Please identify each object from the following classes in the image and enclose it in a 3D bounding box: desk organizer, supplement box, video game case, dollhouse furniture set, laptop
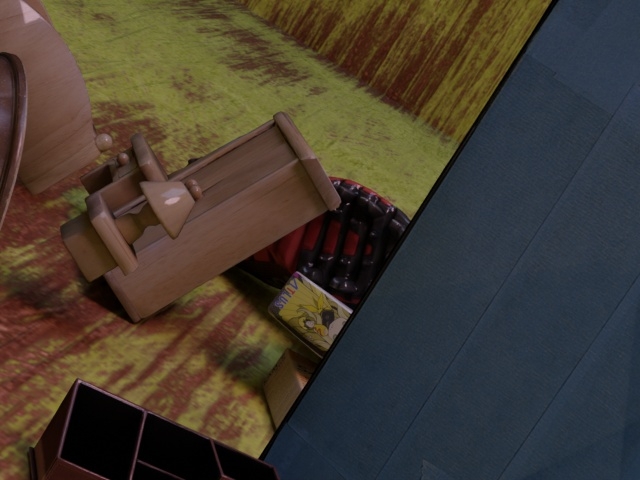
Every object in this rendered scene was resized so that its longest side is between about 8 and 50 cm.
[{"bbox_3d":[-0.085,0.127,0.846,0.130,0.050,0.047,27,13,-22],"label":"desk organizer"},{"bbox_3d":[-0.001,0.121,1.117,0.062,0.036,0.098,29,12,-19],"label":"supplement box"},{"bbox_3d":[0.073,0.114,1.189,0.210,0.042,0.232,37,-2,16],"label":"video game case"},{"bbox_3d":[-0.152,-0.147,1.111,0.355,0.174,0.303,60,-1,-23],"label":"dollhouse furniture set"},{"bbox_3d":[0.152,0.113,0.707,0.236,0.382,0.408,29,12,-11],"label":"laptop"}]

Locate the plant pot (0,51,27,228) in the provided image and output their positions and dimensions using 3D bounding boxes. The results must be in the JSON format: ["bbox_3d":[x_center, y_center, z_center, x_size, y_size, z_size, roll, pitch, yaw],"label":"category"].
[{"bbox_3d":[-0.268,-0.049,0.861,0.165,0.167,0.167,18,17,-26],"label":"plant pot"}]

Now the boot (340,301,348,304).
[{"bbox_3d":[0.022,0.042,1.489,0.106,0.037,0.114,45,14,-5],"label":"boot"}]

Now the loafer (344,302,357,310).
[{"bbox_3d":[0.083,0.108,1.361,0.170,0.062,0.061,32,-12,-3],"label":"loafer"}]

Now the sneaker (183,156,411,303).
[{"bbox_3d":[0.000,-0.001,1.347,0.276,0.097,0.135,16,-7,40],"label":"sneaker"}]
